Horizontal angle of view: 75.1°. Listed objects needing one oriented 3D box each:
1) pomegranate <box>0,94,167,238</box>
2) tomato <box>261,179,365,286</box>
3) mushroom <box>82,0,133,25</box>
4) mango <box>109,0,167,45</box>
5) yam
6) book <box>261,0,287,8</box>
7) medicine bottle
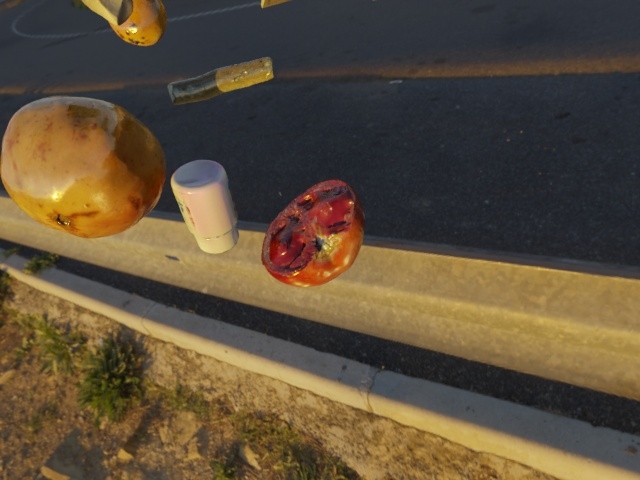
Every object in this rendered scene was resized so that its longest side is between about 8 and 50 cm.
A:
[{"bbox_3d":[-0.612,-0.215,1.108,0.411,0.409,0.409,-13,41,11],"label":"pomegranate"},{"bbox_3d":[0.000,0.000,0.850,0.233,0.139,0.200,-41,39,3],"label":"tomato"},{"bbox_3d":[-0.393,-0.479,0.739,0.088,0.097,0.212,-38,66,39],"label":"mushroom"},{"bbox_3d":[-0.388,-0.484,0.860,0.115,0.090,0.177,-26,83,-3],"label":"mango"},{"bbox_3d":[-0.289,-0.464,1.215,0.318,0.071,0.067,-15,-2,0],"label":"yam"},{"bbox_3d":[-0.060,-0.687,1.120,0.199,0.016,0.138,-22,8,-11],"label":"book"},{"bbox_3d":[-0.321,-0.091,1.197,0.152,0.254,0.151,-1,46,1],"label":"medicine bottle"}]
